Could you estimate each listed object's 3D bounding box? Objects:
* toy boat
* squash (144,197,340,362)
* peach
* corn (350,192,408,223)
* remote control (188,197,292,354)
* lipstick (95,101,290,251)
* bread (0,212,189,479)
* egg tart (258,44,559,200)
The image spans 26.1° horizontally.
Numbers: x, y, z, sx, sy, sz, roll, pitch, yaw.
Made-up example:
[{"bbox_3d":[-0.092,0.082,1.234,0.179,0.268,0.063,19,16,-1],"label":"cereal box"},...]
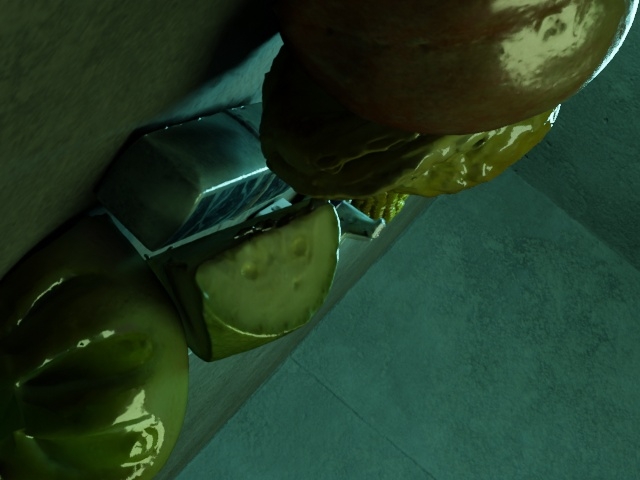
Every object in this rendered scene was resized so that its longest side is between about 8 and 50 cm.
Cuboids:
[{"bbox_3d":[0.000,0.000,1.881,0.262,0.115,0.114,-51,173,4],"label":"toy boat"},{"bbox_3d":[-0.111,0.053,1.118,0.252,0.093,0.169,-18,-172,44],"label":"squash"},{"bbox_3d":[0.077,-0.187,0.858,0.252,0.252,0.252,-50,173,-8],"label":"peach"},{"bbox_3d":[0.092,-0.100,2.018,0.102,0.102,0.313,-49,174,-13],"label":"corn"},{"bbox_3d":[-0.118,0.054,1.742,0.250,0.034,0.103,-54,173,24],"label":"remote control"},{"bbox_3d":[-0.085,-0.060,1.145,0.077,0.076,0.290,-47,173,21],"label":"lipstick"},{"bbox_3d":[-0.183,0.112,1.045,0.158,0.156,0.260,-27,114,-74],"label":"bread"},{"bbox_3d":[0.093,-0.135,1.098,0.319,0.128,0.319,-25,-144,20],"label":"egg tart"}]
